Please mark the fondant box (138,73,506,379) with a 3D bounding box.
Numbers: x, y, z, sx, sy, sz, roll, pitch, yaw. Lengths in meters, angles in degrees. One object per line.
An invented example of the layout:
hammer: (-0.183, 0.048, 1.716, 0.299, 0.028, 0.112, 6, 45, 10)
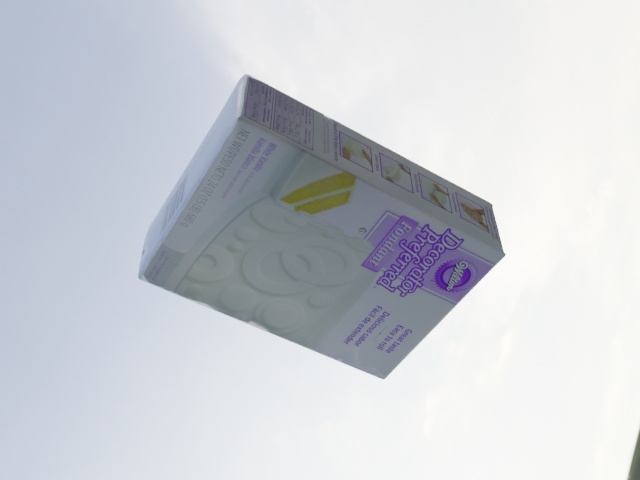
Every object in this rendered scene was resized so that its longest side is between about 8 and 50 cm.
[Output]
fondant box: (0.000, 0.000, 0.898, 0.330, 0.238, 0.096, 24, -145, -21)
